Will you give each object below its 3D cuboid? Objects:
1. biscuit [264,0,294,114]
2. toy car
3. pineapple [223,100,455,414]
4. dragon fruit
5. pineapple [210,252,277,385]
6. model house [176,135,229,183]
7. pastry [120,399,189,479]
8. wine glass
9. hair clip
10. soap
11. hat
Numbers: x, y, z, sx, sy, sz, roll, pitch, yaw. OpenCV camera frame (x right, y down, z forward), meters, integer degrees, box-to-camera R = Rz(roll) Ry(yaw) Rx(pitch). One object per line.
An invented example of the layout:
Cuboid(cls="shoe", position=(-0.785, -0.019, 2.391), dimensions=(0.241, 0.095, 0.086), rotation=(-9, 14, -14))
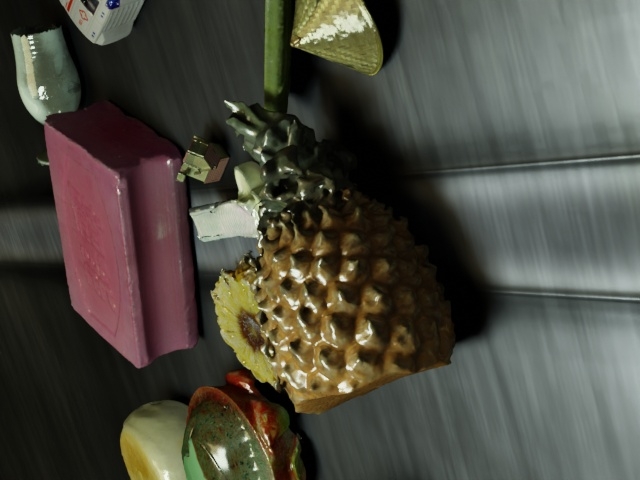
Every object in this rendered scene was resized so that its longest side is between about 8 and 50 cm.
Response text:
Cuboid(cls="biscuit", position=(-0.047, -0.255, 1.246), dimensions=(0.322, 0.038, 0.099), rotation=(95, 176, -50))
Cuboid(cls="toy car", position=(-0.284, -0.354, 1.547), dimensions=(0.108, 0.089, 0.209), rotation=(60, 151, 7))
Cuboid(cls="pineapple", position=(0.002, -0.001, 1.276), dimensions=(0.223, 0.223, 0.357), rotation=(-37, 72, 59))
Cuboid(cls="dragon fruit", position=(-0.120, 0.336, 1.759), dimensions=(0.268, 0.130, 0.295), rotation=(41, 144, 28))
Cuboid(cls="pineapple", position=(-0.085, 0.127, 1.631), dimensions=(0.221, 0.047, 0.221), rotation=(36, 140, 38))
Cuboid(cls="model house", position=(-0.156, -0.107, 1.562), dimensions=(0.058, 0.057, 0.083), rotation=(23, 143, -7))
Cuboid(cls="pastry", position=(-0.249, 0.399, 1.992), dimensions=(0.265, 0.133, 0.265), rotation=(37, 140, 39))
Cuboid(cls="wine glass", position=(-0.429, -0.235, 1.845), dimensions=(0.103, 0.103, 0.222), rotation=(24, 130, 48))
Cuboid(cls="hair clip", position=(-0.093, -0.021, 1.516), dimensions=(0.218, 0.071, 0.159), rotation=(-5, 110, 64))
Cuboid(cls="soap", position=(-0.305, -0.009, 1.794), dimensions=(0.233, 0.128, 0.360), rotation=(34, 136, 41))
Cuboid(cls="hat", position=(-0.005, -0.220, 1.198), dimensions=(0.146, 0.067, 0.146), rotation=(51, 164, 20))
